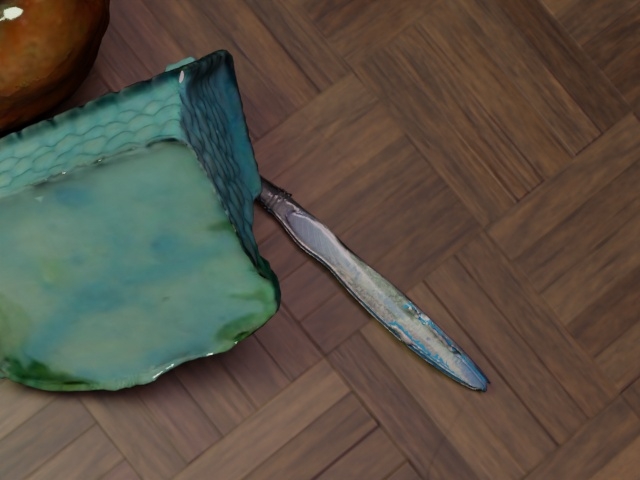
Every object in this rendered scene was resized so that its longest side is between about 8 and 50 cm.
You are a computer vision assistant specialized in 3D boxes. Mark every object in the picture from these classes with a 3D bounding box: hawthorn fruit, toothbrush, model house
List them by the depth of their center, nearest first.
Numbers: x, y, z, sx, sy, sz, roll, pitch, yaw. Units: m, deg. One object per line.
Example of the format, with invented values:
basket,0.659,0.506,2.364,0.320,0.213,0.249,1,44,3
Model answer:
hawthorn fruit,-0.311,-0.218,1.364,0.261,0.258,0.258,-3,75,15
model house,-0.182,-0.037,1.375,0.261,0.226,0.241,-18,39,14
toothbrush,0.000,0.000,1.458,0.413,0.042,0.035,43,110,3
